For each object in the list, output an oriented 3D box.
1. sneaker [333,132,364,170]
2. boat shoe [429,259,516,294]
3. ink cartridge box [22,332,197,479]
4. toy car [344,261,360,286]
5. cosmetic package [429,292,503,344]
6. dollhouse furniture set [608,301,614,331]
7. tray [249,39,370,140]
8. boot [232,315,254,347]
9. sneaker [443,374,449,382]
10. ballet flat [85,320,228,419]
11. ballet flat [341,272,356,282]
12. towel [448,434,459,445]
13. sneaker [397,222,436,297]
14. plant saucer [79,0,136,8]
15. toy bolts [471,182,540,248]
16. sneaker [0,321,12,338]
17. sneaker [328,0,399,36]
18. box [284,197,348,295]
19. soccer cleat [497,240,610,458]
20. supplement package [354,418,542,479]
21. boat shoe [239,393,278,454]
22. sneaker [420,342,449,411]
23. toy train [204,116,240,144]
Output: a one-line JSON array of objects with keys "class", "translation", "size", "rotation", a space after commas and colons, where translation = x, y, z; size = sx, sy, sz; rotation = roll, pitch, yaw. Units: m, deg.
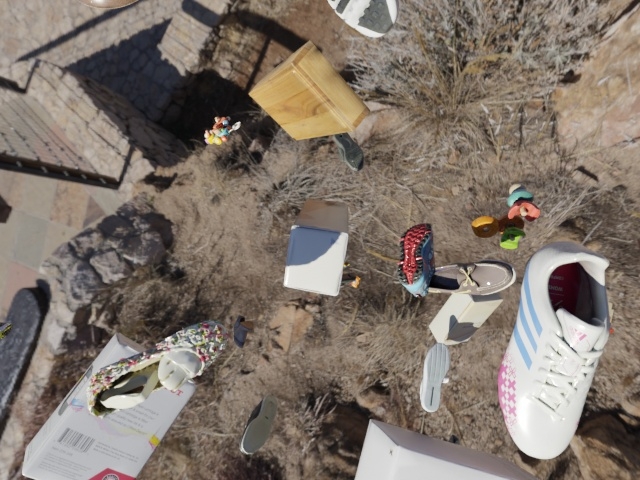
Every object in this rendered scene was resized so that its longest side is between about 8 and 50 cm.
[{"class": "sneaker", "translation": [0.137, -0.373, 1.780], "size": [0.087, 0.130, 0.228], "rotation": [-30, 58, 1]}, {"class": "boat shoe", "translation": [0.481, 0.127, 1.361], "size": [0.324, 0.096, 0.117], "rotation": [-10, 80, 45]}, {"class": "ink cartridge box", "translation": [-0.481, 0.412, 0.949], "size": [0.131, 0.226, 0.306], "rotation": [1, 53, 58]}, {"class": "toy car", "translation": [0.133, 0.162, 1.861], "size": [0.122, 0.040, 0.060], "rotation": [52, 137, 19]}, {"class": "cosmetic package", "translation": [0.610, 0.310, 1.712], "size": [0.113, 0.160, 0.310], "rotation": [-113, 29, -42]}, {"class": "dollhouse furniture set", "translation": [0.863, 0.277, 1.404], "size": [0.258, 0.262, 0.135], "rotation": [13, 79, 35]}, {"class": "tray", "translation": [-0.052, -0.370, 1.074], "size": [0.076, 0.202, 0.410], "rotation": [-52, 24, -7]}, {"class": "boot", "translation": [-0.236, 0.285, 1.228], "size": [0.118, 0.041, 0.087], "rotation": [23, 105, 60]}, {"class": "sneaker", "translation": [0.491, 0.584, 1.709], "size": [0.109, 0.043, 0.040], "rotation": [-37, 41, 50]}, {"class": "ballet flat", "translation": [-0.249, 0.206, 0.618], "size": [0.240, 0.077, 0.091], "rotation": [-27, 120, 6]}, {"class": "ballet flat", "translation": [0.079, 0.157, 1.612], "size": [0.057, 0.173, 0.049], "rotation": [50, 122, 38]}, {"class": "towel", "translation": [0.348, 0.772, 1.126], "size": [0.056, 0.324, 0.313], "rotation": [6, 107, 29]}, {"class": "sneaker", "translation": [0.304, 0.062, 1.254], "size": [0.104, 0.125, 0.262], "rotation": [-8, 44, 35]}, {"class": "plant saucer", "translation": [-0.362, -0.476, 0.693], "size": [0.168, 0.029, 0.169], "rotation": [0, 75, 0]}, {"class": "toy bolts", "translation": [0.704, -0.113, 1.541], "size": [0.218, 0.229, 0.159], "rotation": [14, 49, -2]}, {"class": "sneaker", "translation": [-0.642, 0.184, 0.779], "size": [0.035, 0.083, 0.031], "rotation": [18, 104, -2]}, {"class": "sneaker", "translation": [0.044, -0.456, 0.624], "size": [0.110, 0.118, 0.292], "rotation": [-31, 90, 52]}, {"class": "box", "translation": [0.000, 0.000, 0.978], "size": [0.120, 0.311, 0.148], "rotation": [10, 105, 1]}, {"class": "soccer cleat", "translation": [0.337, 0.164, 0.581], "size": [0.115, 0.143, 0.332], "rotation": [6, 89, 6]}, {"class": "supplement package", "translation": [0.219, 0.453, 0.693], "size": [0.292, 0.175, 0.178], "rotation": [19, 78, -5]}, {"class": "boat shoe", "translation": [-0.216, 0.632, 1.371], "size": [0.079, 0.233, 0.084], "rotation": [-38, 98, 24]}, {"class": "sneaker", "translation": [0.430, 0.523, 1.562], "size": [0.094, 0.091, 0.259], "rotation": [18, 77, 1]}, {"class": "toy train", "translation": [-0.336, -0.378, 1.345], "size": [0.125, 0.046, 0.166], "rotation": [-51, 36, -10]}]
